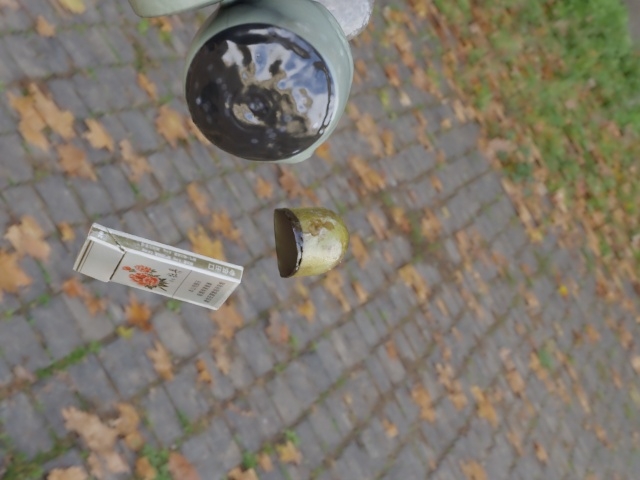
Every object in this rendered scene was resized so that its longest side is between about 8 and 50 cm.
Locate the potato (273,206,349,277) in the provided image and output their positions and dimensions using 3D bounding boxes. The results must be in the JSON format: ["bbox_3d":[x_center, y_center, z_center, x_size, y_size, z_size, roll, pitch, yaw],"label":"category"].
[{"bbox_3d":[0.000,0.000,1.564,0.066,0.103,0.096,25,-56,56],"label":"potato"}]

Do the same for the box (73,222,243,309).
[{"bbox_3d":[-0.207,0.037,1.564,0.198,0.109,0.029,16,63,-15],"label":"box"}]

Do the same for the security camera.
[{"bbox_3d":[-0.072,-0.202,1.115,0.191,0.197,0.277,-86,154,-61],"label":"security camera"}]

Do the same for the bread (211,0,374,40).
[{"bbox_3d":[0.000,-0.362,1.564,0.183,0.337,0.102,27,-3,-29],"label":"bread"}]
